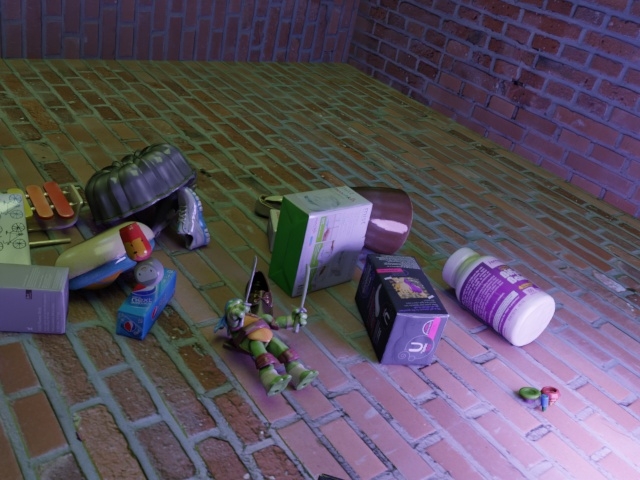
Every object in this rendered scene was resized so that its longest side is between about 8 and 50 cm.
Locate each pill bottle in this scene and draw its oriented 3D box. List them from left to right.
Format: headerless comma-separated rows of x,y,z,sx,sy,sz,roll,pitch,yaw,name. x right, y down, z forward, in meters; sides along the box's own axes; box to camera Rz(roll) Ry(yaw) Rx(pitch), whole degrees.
0.493,0.147,1.809,0.169,0.169,0.301,-11,37,-36,pill bottle

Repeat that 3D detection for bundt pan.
-0.530,-0.179,1.832,0.330,0.124,0.331,-21,20,8,bundt pan

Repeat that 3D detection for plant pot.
0.126,-0.080,1.957,0.230,0.215,0.215,13,26,-29,plant pot

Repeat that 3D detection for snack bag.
-0.886,0.009,1.530,0.342,0.037,0.323,-4,51,-27,snack bag

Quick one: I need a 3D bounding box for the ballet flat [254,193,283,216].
-0.094,-0.098,2.086,0.248,0.086,0.086,13,29,-1,ballet flat

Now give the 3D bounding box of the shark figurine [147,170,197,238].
-0.480,-0.092,1.883,0.116,0.166,0.278,36,57,-6,shark figurine

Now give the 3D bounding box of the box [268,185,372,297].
0.000,0.000,1.768,0.231,0.262,0.126,-14,39,-38,box

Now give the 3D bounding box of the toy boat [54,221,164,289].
-0.490,0.049,1.542,0.267,0.148,0.318,-32,15,-39,toy boat

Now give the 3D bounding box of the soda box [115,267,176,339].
-0.416,0.145,1.537,0.067,0.071,0.210,14,29,2,soda box

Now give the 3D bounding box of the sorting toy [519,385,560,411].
0.534,0.386,1.550,0.101,0.042,0.061,-2,15,-4,sorting toy

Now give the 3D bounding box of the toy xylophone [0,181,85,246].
-0.805,-0.070,1.743,0.322,0.081,0.236,-15,40,-40,toy xylophone

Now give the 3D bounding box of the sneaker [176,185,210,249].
-0.378,-0.061,1.812,0.071,0.191,0.083,2,26,44,sneaker

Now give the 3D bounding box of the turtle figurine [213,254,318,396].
-0.103,0.190,1.424,0.274,0.198,0.266,-35,62,-1,turtle figurine

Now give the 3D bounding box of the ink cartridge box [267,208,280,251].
-0.063,-0.023,1.965,0.190,0.082,0.140,5,31,-13,ink cartridge box

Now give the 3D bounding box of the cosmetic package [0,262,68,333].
-0.685,0.125,1.407,0.237,0.127,0.107,2,31,-16,cosmetic package

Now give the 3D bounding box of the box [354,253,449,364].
0.201,0.172,1.647,0.143,0.165,0.270,5,31,-15,box

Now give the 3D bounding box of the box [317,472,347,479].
0.105,0.577,0.973,0.318,0.097,0.395,18,29,2,box

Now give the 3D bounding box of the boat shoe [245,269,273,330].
-0.159,0.155,1.626,0.073,0.073,0.207,5,31,-17,boat shoe
